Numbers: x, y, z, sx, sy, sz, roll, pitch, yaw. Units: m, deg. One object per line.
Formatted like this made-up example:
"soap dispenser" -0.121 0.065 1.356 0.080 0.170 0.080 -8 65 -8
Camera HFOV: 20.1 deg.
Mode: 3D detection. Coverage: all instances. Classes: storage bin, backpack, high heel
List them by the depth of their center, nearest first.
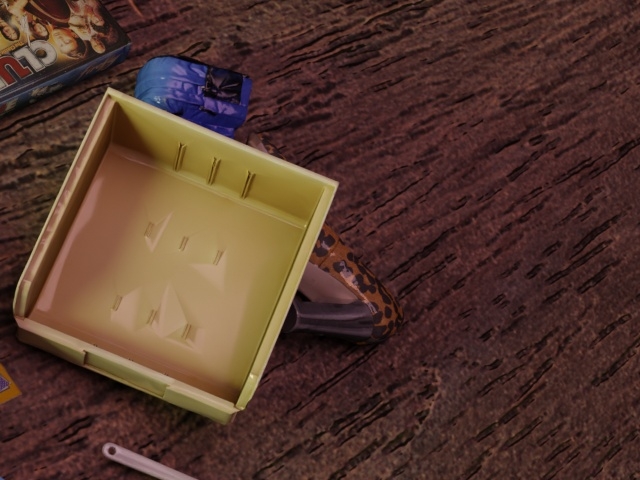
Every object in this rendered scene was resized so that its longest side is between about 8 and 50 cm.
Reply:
"storage bin" -0.155 0.021 1.887 0.262 0.123 0.260 22 67 -2
"backpack" -0.151 -0.155 2.041 0.120 0.098 0.101 18 64 -22
"high heel" 0.000 0.000 2.077 0.186 0.093 0.261 8 57 -43

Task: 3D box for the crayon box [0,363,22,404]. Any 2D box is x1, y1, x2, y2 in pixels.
"crayon box" -0.459 0.068 1.711 0.323 0.083 0.203 53 35 8

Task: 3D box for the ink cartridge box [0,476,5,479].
"ink cartridge box" -0.363 0.287 1.721 0.090 0.092 0.143 41 54 -6

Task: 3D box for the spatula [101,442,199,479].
"spatula" -0.140 0.312 1.882 0.242 0.019 0.168 25 64 -18

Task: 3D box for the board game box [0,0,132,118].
"board game box" -0.350 -0.225 1.981 0.243 0.042 0.165 -31 77 -36
